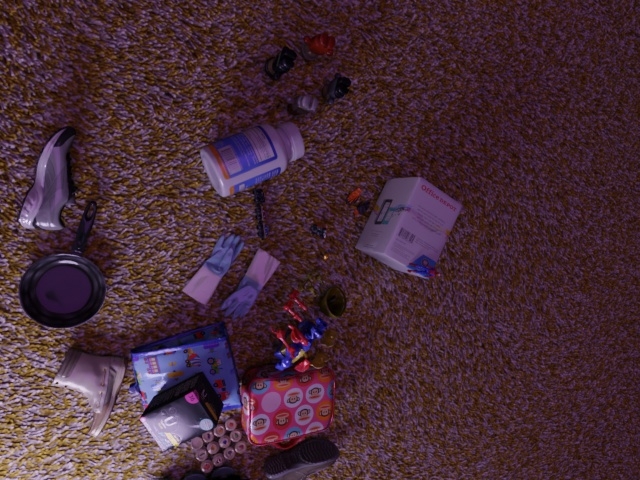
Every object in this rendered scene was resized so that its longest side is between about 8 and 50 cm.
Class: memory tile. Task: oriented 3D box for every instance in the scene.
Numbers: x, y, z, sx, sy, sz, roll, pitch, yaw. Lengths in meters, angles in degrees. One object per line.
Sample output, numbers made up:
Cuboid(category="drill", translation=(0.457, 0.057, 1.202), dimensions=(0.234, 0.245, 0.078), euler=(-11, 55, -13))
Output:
Cuboid(category="memory tile", translation=(-0.307, 0.619, 1.324), dimensions=(0.148, 0.012, 0.113), euler=(-23, 80, -20))

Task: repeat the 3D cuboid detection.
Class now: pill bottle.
Cuboid(category="pill bottle", translation=(-0.189, -0.243, 1.253), dimensions=(0.272, 0.152, 0.152), euler=(-27, 104, -19))

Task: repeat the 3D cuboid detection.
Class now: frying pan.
Cuboid(category="frying pan", translation=(-0.670, 0.066, 1.130), dimensions=(0.197, 0.053, 0.325), euler=(-6, 94, -22))

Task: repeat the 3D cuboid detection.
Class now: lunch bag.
Cuboid(category="lunch bag", translation=(-0.098, 0.518, 1.367), dimensions=(0.293, 0.120, 0.258), euler=(-1, 95, -23))
Cuboid(category="lunch bag", translation=(-0.391, 0.388, 1.242), dimensions=(0.293, 0.138, 0.220), euler=(-13, 102, -12))

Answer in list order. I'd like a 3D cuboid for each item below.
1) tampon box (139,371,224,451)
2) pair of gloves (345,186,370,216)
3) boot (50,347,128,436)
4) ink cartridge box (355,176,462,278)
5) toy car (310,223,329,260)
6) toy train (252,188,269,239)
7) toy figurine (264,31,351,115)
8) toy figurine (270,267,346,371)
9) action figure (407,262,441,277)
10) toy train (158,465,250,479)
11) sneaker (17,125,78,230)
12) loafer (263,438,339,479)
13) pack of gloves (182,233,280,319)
Cuboid(category="tampon box", translation=(-0.362, 0.452, 1.156), dimensions=(0.161, 0.101, 0.120), euler=(-28, 102, 6))
Cuboid(category="pair of gloves", translation=(0.127, -0.128, 1.470), dimensions=(0.074, 0.010, 0.083), euler=(-41, 109, -15))
Cuboid(category="boot", translation=(-0.628, 0.403, 1.161), dimensions=(0.165, 0.077, 0.213), euler=(20, 81, -23))
Cuboid(category="ink cartridge box", translation=(0.288, -0.046, 1.442), dimensions=(0.198, 0.197, 0.270), euler=(29, 84, -22))
Cuboid(category="toy car", translation=(0.000, 0.000, 1.424), dimensions=(0.040, 0.060, 0.122), euler=(-46, 138, -59))
Cuboid(category="toy train", translation=(-0.180, -0.080, 1.338), dimensions=(0.036, 0.027, 0.158), euler=(-9, 97, -33))
Cuboid(category="toy figurine", translation=(-0.037, -0.490, 1.308), dimensions=(0.213, 0.148, 0.209), euler=(-35, 112, -19))
Cuboid(category="toy figurine", translation=(-0.076, 0.278, 1.359), dimensions=(0.191, 0.217, 0.362), euler=(41, 34, -6))
Cuboid(category="action figure", translation=(0.326, 0.094, 1.350), dimensions=(0.115, 0.030, 0.038), euler=(12, 88, -25))
Cuboid(category="toy train", translation=(-0.365, 0.793, 1.275), dimensions=(0.334, 0.142, 0.190), euler=(-1, 104, -22))
Cuboid(category="sneaker", translation=(-0.657, -0.153, 1.094), dimensions=(0.108, 0.100, 0.271), euler=(17, 91, -24))
Cuboid(category="loafer", translation=(-0.060, 0.727, 1.427), dimensions=(0.251, 0.094, 0.087), euler=(-10, 123, -13))
Cuboid(category="pack of gloves", translation=(-0.266, 0.107, 1.318), dimensions=(0.195, 0.046, 0.232), euler=(35, 77, -10))
